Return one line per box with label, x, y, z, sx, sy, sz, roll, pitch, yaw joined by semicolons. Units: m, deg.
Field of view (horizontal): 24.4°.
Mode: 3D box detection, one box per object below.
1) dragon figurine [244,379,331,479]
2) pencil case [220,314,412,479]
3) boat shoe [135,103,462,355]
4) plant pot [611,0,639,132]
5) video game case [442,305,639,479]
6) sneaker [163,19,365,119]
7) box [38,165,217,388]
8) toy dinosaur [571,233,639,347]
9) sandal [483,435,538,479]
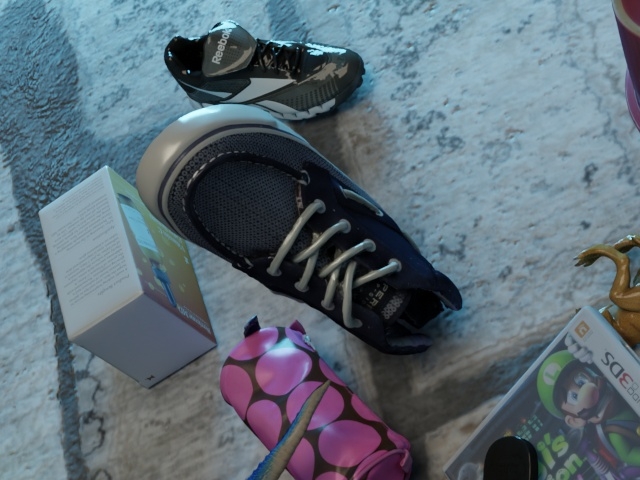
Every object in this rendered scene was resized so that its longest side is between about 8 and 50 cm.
dragon figurine;-0.076;0.247;1.234;0.144;0.085;0.289;12;94;46
pencil case;-0.002;0.158;1.298;0.098;0.095;0.209;-34;49;-14
boat shoe;0.000;0.000;1.231;0.158;0.340;0.127;42;102;32
plant pot;0.327;-0.166;1.201;0.201;0.180;0.201;-17;55;26
video game case;0.199;0.176;1.163;0.190;0.022;0.173;-52;46;18
sneaker;-0.068;-0.178;1.523;0.234;0.106;0.078;3;67;35
box;-0.191;0.037;1.465;0.091;0.130;0.170;-33;51;13
toy dinosaur;0.272;0.040;1.205;0.211;0.064;0.112;-44;61;22
sandal;0.139;0.241;1.151;0.067;0.040;0.179;-15;69;44
